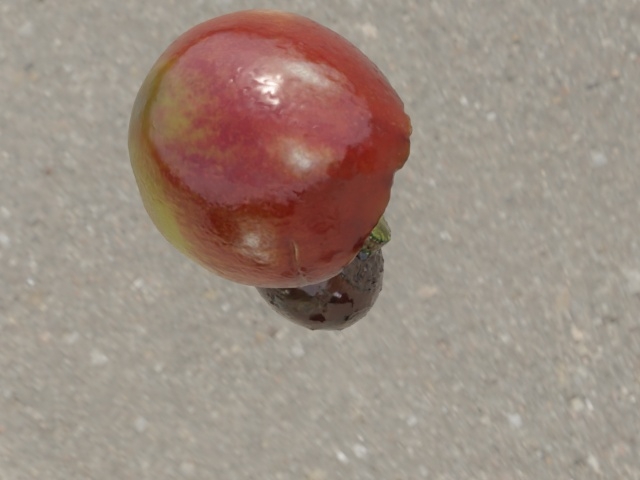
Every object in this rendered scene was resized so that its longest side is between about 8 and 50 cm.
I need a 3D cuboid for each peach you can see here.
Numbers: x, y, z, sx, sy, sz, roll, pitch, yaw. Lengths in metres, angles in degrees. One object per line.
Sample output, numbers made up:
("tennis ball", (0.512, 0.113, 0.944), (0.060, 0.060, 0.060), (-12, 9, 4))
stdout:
("peach", (-0.027, -0.060, 1.112), (0.192, 0.190, 0.190), (18, 72, 19))

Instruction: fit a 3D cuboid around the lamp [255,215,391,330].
("lamp", (0.002, 0.005, 1.574), (0.135, 0.157, 0.156), (-30, 76, 21))
